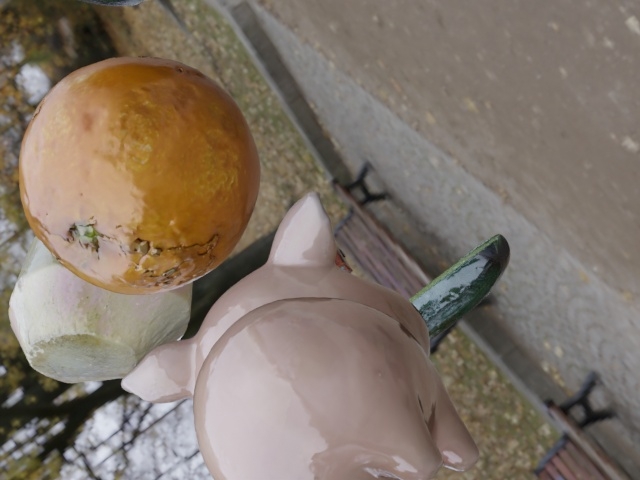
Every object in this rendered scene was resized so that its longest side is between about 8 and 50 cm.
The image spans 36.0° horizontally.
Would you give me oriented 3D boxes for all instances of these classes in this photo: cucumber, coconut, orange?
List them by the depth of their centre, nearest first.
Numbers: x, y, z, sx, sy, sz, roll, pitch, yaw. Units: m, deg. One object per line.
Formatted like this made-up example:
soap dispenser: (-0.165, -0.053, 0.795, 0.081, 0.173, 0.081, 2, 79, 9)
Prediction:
orange: (-0.184, -0.067, 1.011, 0.246, 0.246, 0.246, 53, 177, 3)
cucumber: (0.159, 0.080, 1.282, 0.063, 0.244, 0.115, 49, -142, 3)
coconut: (-0.297, 0.069, 1.352, 0.259, 0.259, 0.259, 53, 177, 3)

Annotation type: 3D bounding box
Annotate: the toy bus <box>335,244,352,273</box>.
toy bus: (0.000, 0.000, 1.227, 0.110, 0.031, 0.043, 58, -173, 26)

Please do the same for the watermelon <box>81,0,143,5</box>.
watermelon: (-0.212, -0.299, 0.961, 0.137, 0.145, 0.193, 31, 161, 32)

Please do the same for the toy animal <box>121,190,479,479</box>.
toy animal: (-0.007, 0.119, 0.780, 0.269, 0.237, 0.326, 44, -179, 19)
